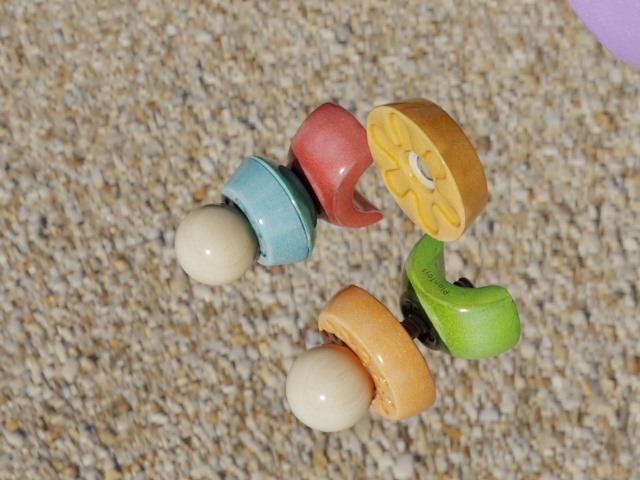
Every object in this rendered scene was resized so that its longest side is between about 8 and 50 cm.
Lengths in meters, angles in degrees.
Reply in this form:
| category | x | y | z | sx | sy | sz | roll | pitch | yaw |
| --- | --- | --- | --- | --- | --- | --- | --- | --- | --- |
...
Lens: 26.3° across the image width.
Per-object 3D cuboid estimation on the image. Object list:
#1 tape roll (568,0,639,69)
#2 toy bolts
| category | x | y | z | sx | sy | sz | roll | pitch | yaw |
| --- | --- | --- | --- | --- | --- | --- | --- | --- | --- |
| tape roll | 0.197 | -0.208 | 0.597 | 0.090 | 0.275 | 0.275 | 8 | 50 | 43 |
| toy bolts | 0.000 | 0.000 | 0.940 | 0.158 | 0.218 | 0.228 | -32 | 48 | -19 |
